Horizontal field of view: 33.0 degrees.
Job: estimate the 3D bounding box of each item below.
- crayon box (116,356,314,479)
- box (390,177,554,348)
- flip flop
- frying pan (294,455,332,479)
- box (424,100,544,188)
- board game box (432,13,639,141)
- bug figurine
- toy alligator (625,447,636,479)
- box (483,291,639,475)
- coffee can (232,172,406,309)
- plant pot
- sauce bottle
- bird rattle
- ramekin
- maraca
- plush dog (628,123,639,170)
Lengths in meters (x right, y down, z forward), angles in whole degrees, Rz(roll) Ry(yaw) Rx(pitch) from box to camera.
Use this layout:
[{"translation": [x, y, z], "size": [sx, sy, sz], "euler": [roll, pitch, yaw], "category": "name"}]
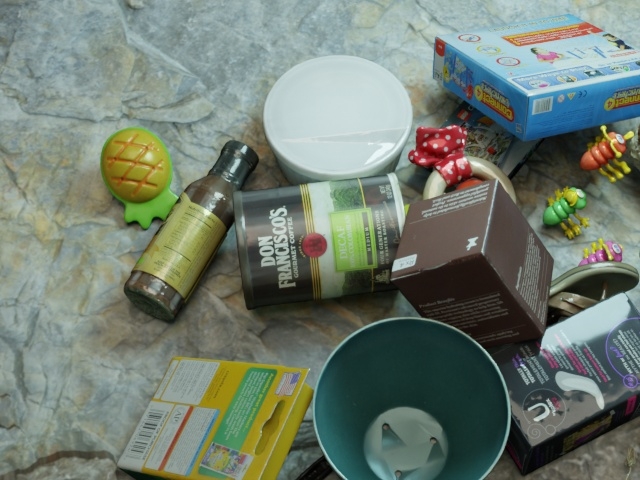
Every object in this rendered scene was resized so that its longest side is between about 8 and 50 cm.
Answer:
[{"translation": [-0.145, 0.289, 1.634], "size": [0.323, 0.083, 0.203], "euler": [-2, 53, 45], "category": "crayon box"}, {"translation": [0.243, 0.045, 1.691], "size": [0.168, 0.203, 0.167], "euler": [-16, 39, 34], "category": "box"}, {"translation": [0.399, 0.111, 1.795], "size": [0.277, 0.112, 0.080], "euler": [-17, 58, -3], "category": "flip flop"}, {"translation": [-0.080, 0.449, 1.666], "size": [0.326, 0.053, 0.197], "euler": [-19, 63, -5], "category": "frying pan"}, {"translation": [0.312, -0.190, 1.998], "size": [0.159, 0.044, 0.233], "euler": [35, 68, 19], "category": "box"}, {"translation": [0.406, -0.298, 1.920], "size": [0.308, 0.086, 0.302], "euler": [-13, 33, -21], "category": "board game box"}, {"translation": [0.494, -0.045, 1.835], "size": [0.216, 0.072, 0.279], "euler": [-43, 62, 29], "category": "bug figurine"}, {"translation": [0.461, 0.414, 1.665], "size": [0.051, 0.056, 0.190], "euler": [-18, 53, 39], "category": "toy alligator"}, {"translation": [0.400, 0.227, 1.712], "size": [0.270, 0.143, 0.165], "euler": [-24, 62, -11], "category": "box"}, {"translation": [0.000, 0.000, 1.816], "size": [0.275, 0.201, 0.202], "euler": [-7, 62, -2], "category": "coffee can"}, {"translation": [0.136, 0.289, 1.657], "size": [0.290, 0.195, 0.290], "euler": [-1, 61, 2], "category": "plant pot"}, {"translation": [-0.216, -0.025, 1.891], "size": [0.111, 0.111, 0.344], "euler": [23, 63, 14], "category": "sauce bottle"}, {"translation": [0.239, -0.078, 1.889], "size": [0.206, 0.143, 0.254], "euler": [17, 66, -1], "category": "bird rattle"}, {"translation": [0.031, -0.193, 1.955], "size": [0.272, 0.127, 0.273], "euler": [-1, 57, 1], "category": "ramekin"}, {"translation": [-0.326, -0.115, 1.952], "size": [0.127, 0.099, 0.186], "euler": [-20, 88, -3], "category": "maraca"}, {"translation": [0.648, -0.146, 1.867], "size": [0.225, 0.262, 0.211], "euler": [12, 75, 16], "category": "plush dog"}]
